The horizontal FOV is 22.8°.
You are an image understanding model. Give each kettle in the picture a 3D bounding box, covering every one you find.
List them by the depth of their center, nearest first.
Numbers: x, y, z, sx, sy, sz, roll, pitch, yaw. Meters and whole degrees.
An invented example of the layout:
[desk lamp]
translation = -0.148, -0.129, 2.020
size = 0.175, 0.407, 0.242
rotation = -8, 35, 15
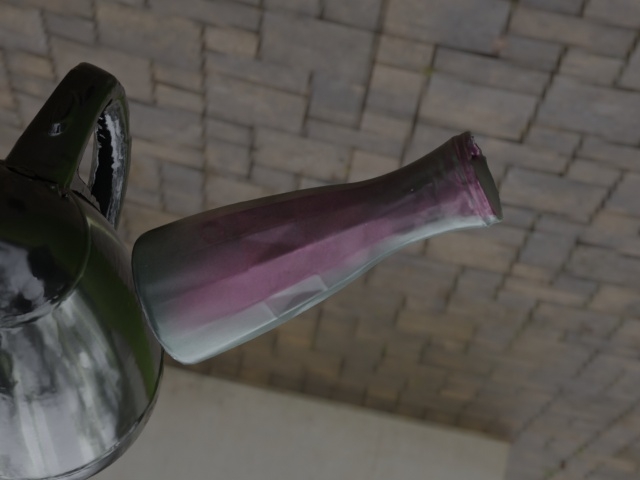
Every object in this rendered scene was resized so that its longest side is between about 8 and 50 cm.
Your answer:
[kettle]
translation = -0.201, 0.033, 1.137
size = 0.207, 0.251, 0.271
rotation = 53, 163, 20

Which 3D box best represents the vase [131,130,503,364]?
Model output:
[vase]
translation = 0.000, 0.000, 0.944
size = 0.214, 0.086, 0.086
rotation = -21, 151, 13
